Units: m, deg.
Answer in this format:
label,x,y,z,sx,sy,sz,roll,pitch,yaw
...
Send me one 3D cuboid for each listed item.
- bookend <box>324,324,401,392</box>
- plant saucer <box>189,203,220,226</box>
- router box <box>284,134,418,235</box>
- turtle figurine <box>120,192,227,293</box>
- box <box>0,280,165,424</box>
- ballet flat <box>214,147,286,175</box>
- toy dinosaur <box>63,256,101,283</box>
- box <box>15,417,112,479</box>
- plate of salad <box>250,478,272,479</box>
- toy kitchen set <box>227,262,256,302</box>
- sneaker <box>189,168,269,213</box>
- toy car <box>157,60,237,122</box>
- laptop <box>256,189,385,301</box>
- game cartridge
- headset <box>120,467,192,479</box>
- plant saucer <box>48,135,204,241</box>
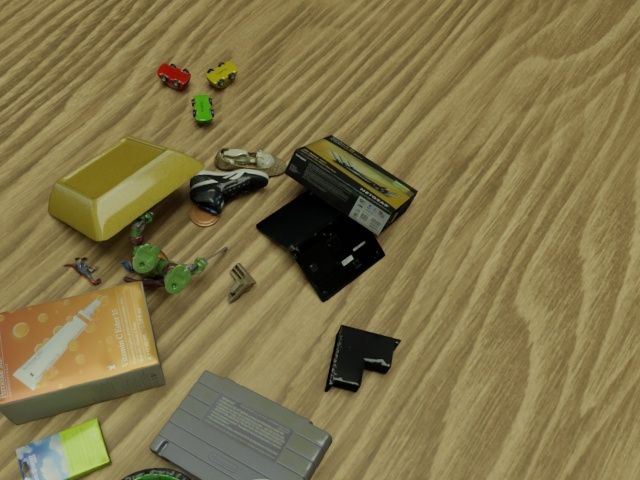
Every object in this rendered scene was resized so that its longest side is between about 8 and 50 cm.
label,x,y,z,sx,sy,sz,roll,pitch,yaw
bookend,0.105,0.307,1.681,0.157,0.072,0.156,14,61,-2
plant saucer,-0.316,-0.075,1.863,0.084,0.013,0.083,4,62,-7
router box,0.089,-0.159,1.862,0.309,0.081,0.243,34,28,10
turtle figurine,-0.368,0.011,1.659,0.275,0.266,0.197,-21,107,-11
box,-0.553,0.255,1.560,0.345,0.168,0.215,-13,65,-15
ballet flat,-0.197,-0.226,1.932,0.206,0.067,0.073,2,61,-7
toy dinosaur,-0.596,0.081,1.736,0.090,0.047,0.082,-27,74,15
box,-0.566,0.478,1.507,0.178,0.042,0.109,-19,65,-17
plate of salad,-0.128,0.575,1.351,0.200,0.048,0.199,-7,61,13
toy kitchen set,-0.226,0.108,1.749,0.068,0.083,0.075,-47,72,16
sneaker,-0.248,-0.126,1.861,0.217,0.079,0.121,-2,58,-5
toy car,-0.358,-0.433,2.031,0.239,0.053,0.225,-5,63,-10
laptop,0.000,0.000,1.868,0.234,0.136,0.264,-36,97,-23
game cartridge,-0.175,0.451,1.517,0.355,0.068,0.230,21,55,26
headset,-0.341,0.645,1.368,0.243,0.185,0.394,-4,51,-10
plant saucer,-0.517,-0.160,1.743,0.333,0.081,0.333,-41,40,-25
